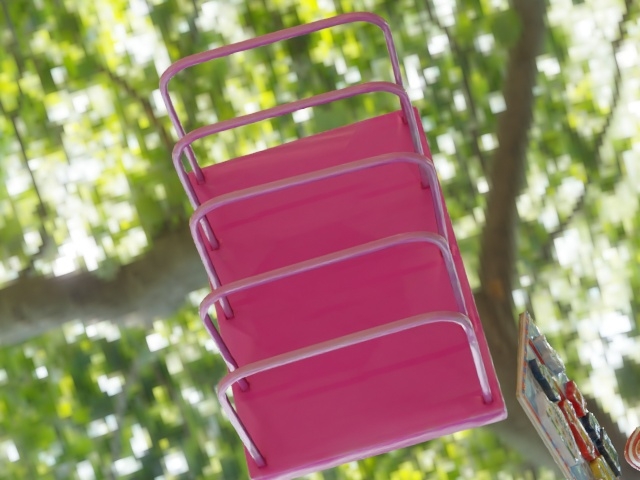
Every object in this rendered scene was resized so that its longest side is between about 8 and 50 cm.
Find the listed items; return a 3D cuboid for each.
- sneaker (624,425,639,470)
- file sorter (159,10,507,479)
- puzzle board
[{"bbox_3d":[0.293,0.152,1.439,0.118,0.042,0.067,-11,166,-28],"label":"sneaker"},{"bbox_3d":[0.000,0.000,1.398,0.202,0.182,0.290,-16,-121,3],"label":"file sorter"},{"bbox_3d":[0.153,0.115,1.111,0.011,0.128,0.096,-26,-158,19],"label":"puzzle board"}]
